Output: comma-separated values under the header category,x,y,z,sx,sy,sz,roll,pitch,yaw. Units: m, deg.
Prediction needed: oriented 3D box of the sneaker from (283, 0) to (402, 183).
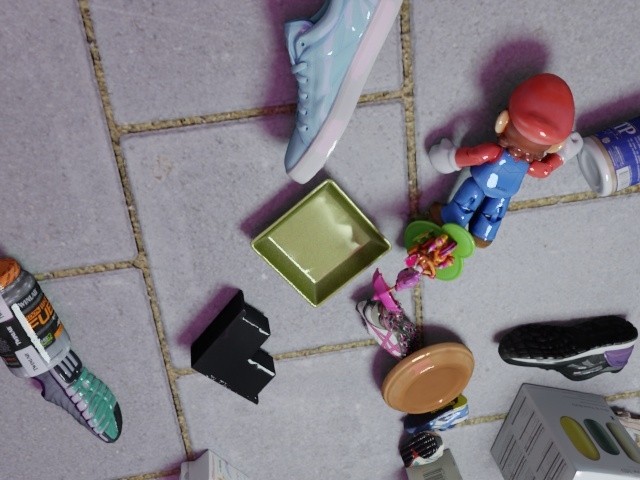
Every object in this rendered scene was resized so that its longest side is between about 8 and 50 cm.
category,x,y,z,sx,sy,sz,roll,pitch,yaw
sneaker,-0.004,-0.274,1.217,0.150,0.135,0.366,22,103,-10

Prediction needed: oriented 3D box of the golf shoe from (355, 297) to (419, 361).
category,x,y,z,sx,sy,sz,roll,pitch,yaw
golf shoe,0.133,0.173,1.501,0.086,0.067,0.186,3,139,36

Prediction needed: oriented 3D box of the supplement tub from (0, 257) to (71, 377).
category,x,y,z,sx,sy,sz,roll,pitch,yaw
supplement tub,-0.523,0.132,1.340,0.117,0.117,0.190,-20,119,2

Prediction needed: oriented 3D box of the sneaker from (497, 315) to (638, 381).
category,x,y,z,sx,sy,sz,roll,pitch,yaw
sneaker,0.496,0.241,1.564,0.283,0.107,0.124,-4,123,-6

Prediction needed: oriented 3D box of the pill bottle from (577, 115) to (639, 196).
category,x,y,z,sx,sy,sz,roll,pitch,yaw
pill bottle,0.560,-0.160,1.361,0.186,0.112,0.112,-21,118,2

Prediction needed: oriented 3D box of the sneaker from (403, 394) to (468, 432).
category,x,y,z,sx,sy,sz,roll,pitch,yaw
sneaker,0.244,0.374,1.618,0.144,0.053,0.059,-20,120,3

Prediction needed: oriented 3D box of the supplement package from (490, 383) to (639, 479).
category,x,y,z,sx,sy,sz,roll,pitch,yaw
supplement package,0.511,0.461,1.583,0.199,0.263,0.198,11,115,-14

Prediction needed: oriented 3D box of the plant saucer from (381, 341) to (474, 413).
category,x,y,z,sx,sy,sz,roll,pitch,yaw
plant saucer,0.219,0.281,1.539,0.200,0.037,0.200,-13,136,-13

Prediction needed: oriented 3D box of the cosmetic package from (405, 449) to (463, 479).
category,x,y,z,sx,sy,sz,roll,pitch,yaw
cosmetic package,0.296,0.629,1.697,0.113,0.160,0.309,-21,117,3

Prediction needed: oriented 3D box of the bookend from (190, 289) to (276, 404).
category,x,y,z,sx,sy,sz,roll,pitch,yaw
bookend,-0.136,0.202,1.460,0.156,0.072,0.157,34,106,-23

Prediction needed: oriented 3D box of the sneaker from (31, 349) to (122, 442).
category,x,y,z,sx,sy,sz,roll,pitch,yaw
sneaker,-0.464,0.297,1.469,0.098,0.083,0.224,-17,115,23

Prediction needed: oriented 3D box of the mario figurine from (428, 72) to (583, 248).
category,x,y,z,sx,sy,sz,roll,pitch,yaw
mario figurine,0.319,-0.151,1.348,0.198,0.170,0.321,-8,137,-46

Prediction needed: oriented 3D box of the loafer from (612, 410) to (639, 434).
category,x,y,z,sx,sy,sz,roll,pitch,yaw
loafer,0.669,0.391,1.702,0.125,0.045,0.039,25,94,-27

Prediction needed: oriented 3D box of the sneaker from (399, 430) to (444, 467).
category,x,y,z,sx,sy,sz,roll,pitch,yaw
sneaker,0.228,0.428,1.615,0.075,0.057,0.161,-7,154,-25

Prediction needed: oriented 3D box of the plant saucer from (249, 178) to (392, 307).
category,x,y,z,sx,sy,sz,roll,pitch,yaw
plant saucer,0.000,0.000,1.394,0.188,0.045,0.188,-39,116,11

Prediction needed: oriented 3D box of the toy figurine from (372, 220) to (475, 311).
category,x,y,z,sx,sy,sz,roll,pitch,yaw
toy figurine,0.165,0.055,1.343,0.159,0.173,0.130,-40,96,-32

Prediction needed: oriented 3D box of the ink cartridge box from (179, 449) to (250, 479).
category,x,y,z,sx,sy,sz,roll,pitch,yaw
ink cartridge box,-0.222,0.510,1.592,0.090,0.092,0.143,-41,116,12
